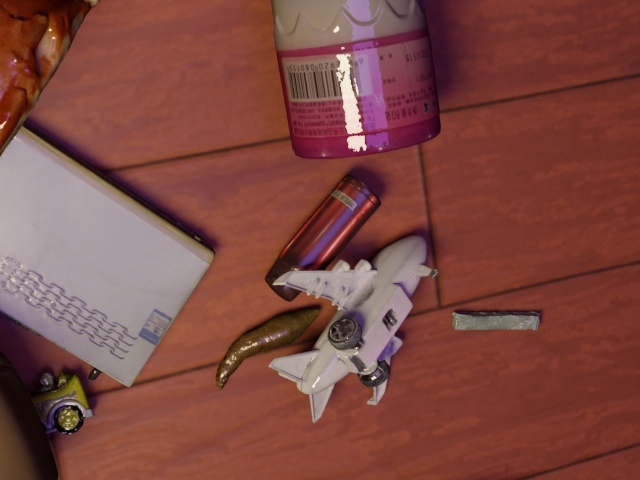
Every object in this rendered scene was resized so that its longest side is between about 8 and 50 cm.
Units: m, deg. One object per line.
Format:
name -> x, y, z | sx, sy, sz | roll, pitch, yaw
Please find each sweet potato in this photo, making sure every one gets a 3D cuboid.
sweet potato -> -0.068, 0.120, 1.493 | 0.153, 0.038, 0.041 | -34, 93, -9

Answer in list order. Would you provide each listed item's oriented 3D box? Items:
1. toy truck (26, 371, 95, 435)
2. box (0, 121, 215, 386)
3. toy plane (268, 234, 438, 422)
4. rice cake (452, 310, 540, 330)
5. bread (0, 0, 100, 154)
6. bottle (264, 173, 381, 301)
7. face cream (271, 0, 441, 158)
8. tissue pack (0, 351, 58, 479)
toy truck -> -0.316, 0.189, 1.407 | 0.111, 0.076, 0.076 | -17, 86, -12
box -> -0.280, 0.023, 1.403 | 0.270, 0.045, 0.210 | 33, 88, -20
toy plane -> 0.054, 0.093, 1.485 | 0.255, 0.101, 0.251 | -48, 131, -15
rice cake -> 0.224, 0.102, 1.594 | 0.121, 0.021, 0.022 | 1, 108, -19
bread -> -0.327, -0.174, 1.219 | 0.114, 0.295, 0.327 | 32, 57, -20
bottle -> 0.000, 0.000, 1.487 | 0.060, 0.060, 0.164 | 42, 85, -19
face cream -> 0.039, -0.201, 1.402 | 0.175, 0.175, 0.194 | -12, 104, -16
tissue pack -> -0.482, 0.227, 1.243 | 0.387, 0.267, 0.276 | -30, 85, -4
